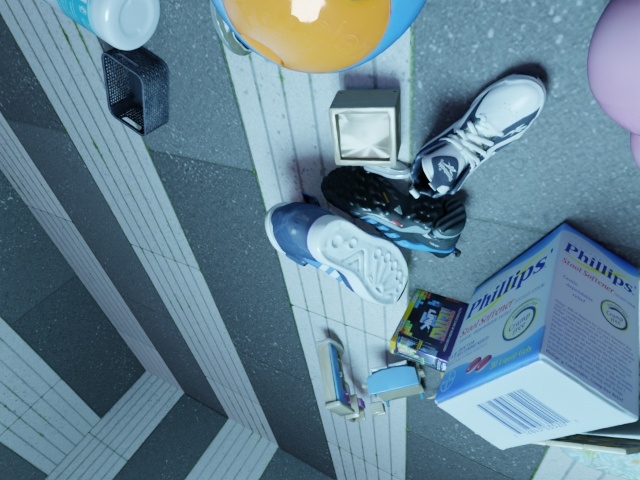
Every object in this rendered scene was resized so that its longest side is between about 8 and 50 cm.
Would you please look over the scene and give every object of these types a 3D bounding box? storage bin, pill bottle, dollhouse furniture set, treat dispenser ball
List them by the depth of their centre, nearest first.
[{"bbox_3d":[-0.002,-0.350,0.486,0.288,0.288,0.288,22,139,21],"label":"treat dispenser ball"},{"bbox_3d":[-0.464,-0.505,0.815,0.264,0.146,0.146,34,142,7],"label":"pill bottle"},{"bbox_3d":[-0.437,-0.358,0.989,0.122,0.084,0.180,34,142,6],"label":"storage bin"},{"bbox_3d":[0.179,0.400,1.264,0.303,0.198,0.286,-18,144,14],"label":"dollhouse furniture set"}]

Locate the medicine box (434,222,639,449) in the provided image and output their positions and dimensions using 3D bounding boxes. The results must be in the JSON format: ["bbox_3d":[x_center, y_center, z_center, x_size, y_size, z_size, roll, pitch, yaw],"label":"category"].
[{"bbox_3d":[0.360,0.165,0.700,0.149,0.289,0.263,34,142,3],"label":"medicine box"}]

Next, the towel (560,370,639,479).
[{"bbox_3d":[0.689,0.401,0.834,0.374,0.090,0.321,4,130,36],"label":"towel"}]

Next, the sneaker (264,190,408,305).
[{"bbox_3d":[0.024,0.017,0.892,0.236,0.130,0.322,21,170,48],"label":"sneaker"}]

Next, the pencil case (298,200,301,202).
[{"bbox_3d":[0.000,0.000,0.992,0.209,0.095,0.098,39,128,-3],"label":"pencil case"}]

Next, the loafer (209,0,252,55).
[{"bbox_3d":[-0.123,-0.422,0.664,0.087,0.094,0.251,26,140,22],"label":"loafer"}]

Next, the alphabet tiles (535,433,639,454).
[{"bbox_3d":[0.482,0.366,0.756,0.285,0.011,0.342,18,155,-34],"label":"alphabet tiles"}]

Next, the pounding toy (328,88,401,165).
[{"bbox_3d":[0.077,-0.195,0.744,0.130,0.100,0.141,5,135,17],"label":"pounding toy"}]

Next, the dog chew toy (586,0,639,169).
[{"bbox_3d":[0.426,-0.138,0.433,0.206,0.207,0.332,-13,127,45],"label":"dog chew toy"}]

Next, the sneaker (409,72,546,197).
[{"bbox_3d":[0.219,-0.137,0.624,0.094,0.153,0.235,47,141,-13],"label":"sneaker"}]

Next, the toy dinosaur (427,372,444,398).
[{"bbox_3d":[0.365,0.400,1.137,0.092,0.053,0.183,38,137,27],"label":"toy dinosaur"}]

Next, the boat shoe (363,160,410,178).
[{"bbox_3d":[0.126,-0.146,0.788,0.100,0.035,0.035,22,142,30],"label":"boat shoe"}]

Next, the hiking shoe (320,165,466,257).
[{"bbox_3d":[0.130,-0.047,0.822,0.304,0.113,0.132,26,152,27],"label":"hiking shoe"}]

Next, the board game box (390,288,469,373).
[{"bbox_3d":[0.251,0.196,0.916,0.141,0.170,0.048,14,134,27],"label":"board game box"}]
